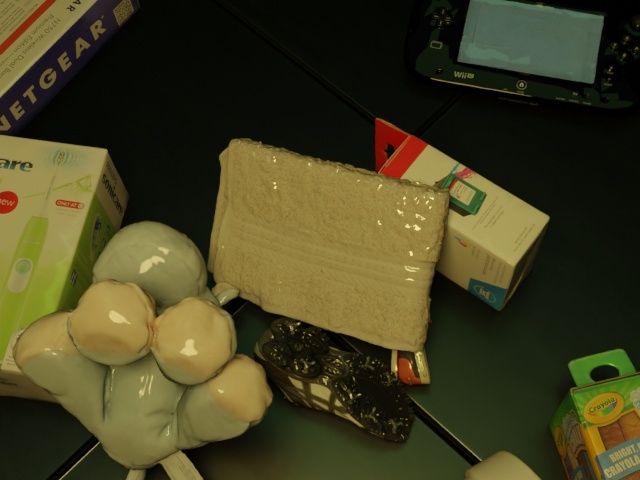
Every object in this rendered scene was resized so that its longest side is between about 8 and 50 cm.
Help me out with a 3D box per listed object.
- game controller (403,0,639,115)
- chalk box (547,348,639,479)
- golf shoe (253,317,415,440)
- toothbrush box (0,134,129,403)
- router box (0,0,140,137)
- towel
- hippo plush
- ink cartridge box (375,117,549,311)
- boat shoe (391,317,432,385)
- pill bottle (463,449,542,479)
[{"bbox_3d":[0.273,-0.256,1.233,0.319,0.067,0.166,11,65,9],"label":"game controller"},{"bbox_3d":[0.323,0.210,0.969,0.132,0.132,0.213,-14,64,-4],"label":"chalk box"},{"bbox_3d":[0.013,0.159,1.051,0.198,0.094,0.077,37,56,-7],"label":"golf shoe"},{"bbox_3d":[-0.368,0.028,1.105,0.206,0.122,0.283,9,64,7],"label":"toothbrush box"},{"bbox_3d":[-0.472,-0.297,1.288,0.301,0.082,0.335,33,70,17],"label":"router box"},{"bbox_3d":[0.000,0.000,1.059,0.282,0.049,0.187,15,107,24],"label":"towel"},{"bbox_3d":[-0.147,0.105,1.000,0.234,0.294,0.236,-10,35,18],"label":"hippo plush"},{"bbox_3d":[0.138,-0.031,1.094,0.231,0.134,0.078,33,70,18],"label":"ink cartridge box"},{"bbox_3d":[0.107,0.098,1.080,0.043,0.049,0.137,-2,70,17],"label":"boat shoe"},{"bbox_3d":[0.072,0.366,0.866,0.363,0.210,0.210,-31,67,-12],"label":"pill bottle"}]
